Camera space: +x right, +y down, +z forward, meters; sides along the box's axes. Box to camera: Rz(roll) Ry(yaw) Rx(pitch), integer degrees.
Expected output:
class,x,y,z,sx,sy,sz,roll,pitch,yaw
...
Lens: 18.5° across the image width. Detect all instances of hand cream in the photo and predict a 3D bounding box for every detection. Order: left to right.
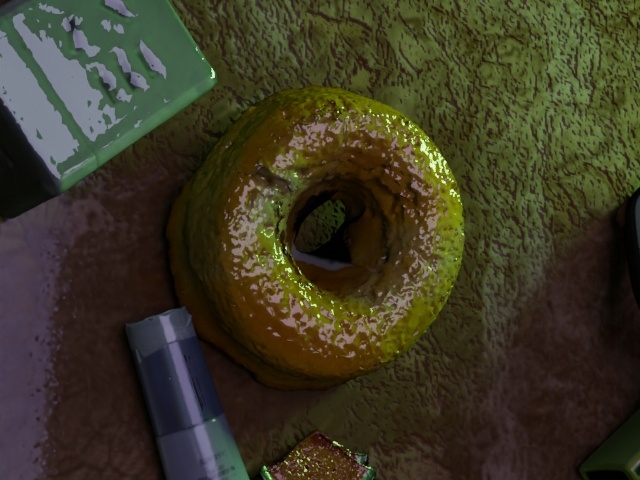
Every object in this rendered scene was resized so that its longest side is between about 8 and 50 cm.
class,x,y,z,sx,sy,sz,roll,pitch,yaw
hand cream,-0.090,0.178,1.542,0.079,0.048,0.255,-18,93,-23

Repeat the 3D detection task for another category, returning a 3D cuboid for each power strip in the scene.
class,x,y,z,sx,sy,sz,roll,pitch,yaw
power strip,-0.174,-0.137,1.495,0.224,0.139,0.140,-36,98,-27

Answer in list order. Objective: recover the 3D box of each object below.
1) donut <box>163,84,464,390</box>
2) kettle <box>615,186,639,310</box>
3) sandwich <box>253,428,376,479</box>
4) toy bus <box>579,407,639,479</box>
class,x,y,z,sx,sy,sz,roll,pitch,yaw
donut,0.002,-0.002,1.587,0.253,0.118,0.253,-2,95,-20
kettle,0.388,0.018,1.712,0.240,0.165,0.255,-15,49,-3
sandwich,-0.002,0.193,1.596,0.101,0.026,0.069,-32,93,-31
toy bus,0.320,0.178,1.729,0.175,0.088,0.101,-40,101,-26
